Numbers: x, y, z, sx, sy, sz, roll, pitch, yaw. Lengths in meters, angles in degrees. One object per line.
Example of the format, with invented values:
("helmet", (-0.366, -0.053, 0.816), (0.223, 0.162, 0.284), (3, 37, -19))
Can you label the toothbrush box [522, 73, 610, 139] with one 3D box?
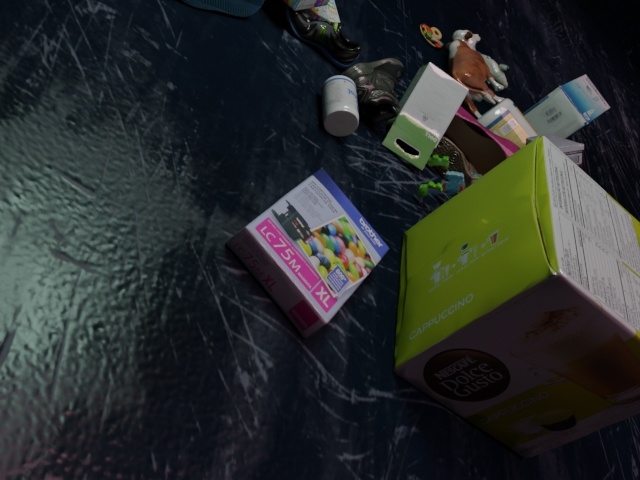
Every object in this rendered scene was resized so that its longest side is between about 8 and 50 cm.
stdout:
("toothbrush box", (0.641, -0.329, 2.092), (0.126, 0.216, 0.295), (56, 36, 5))

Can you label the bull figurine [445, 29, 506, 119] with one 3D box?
("bull figurine", (0.400, -0.438, 2.016), (0.188, 0.101, 0.310), (43, 36, -16))

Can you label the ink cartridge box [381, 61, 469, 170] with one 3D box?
("ink cartridge box", (0.216, -0.263, 1.639), (0.109, 0.062, 0.209), (32, 83, -13))

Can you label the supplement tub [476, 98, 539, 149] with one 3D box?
("supplement tub", (0.460, -0.228, 1.862), (0.200, 0.144, 0.144), (52, 35, -1))

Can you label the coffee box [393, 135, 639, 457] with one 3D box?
("coffee box", (0.359, 0.102, 1.294), (0.334, 0.337, 0.338), (35, 39, -21))

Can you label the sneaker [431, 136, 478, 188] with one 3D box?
("sneaker", (0.311, -0.156, 1.719), (0.188, 0.066, 0.071), (52, 18, -9))

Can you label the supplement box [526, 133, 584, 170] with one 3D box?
("supplement box", (0.531, -0.111, 1.747), (0.073, 0.240, 0.130), (-10, 21, -15))

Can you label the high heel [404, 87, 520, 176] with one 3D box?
("high heel", (0.332, -0.209, 1.737), (0.377, 0.127, 0.181), (49, 38, 11))

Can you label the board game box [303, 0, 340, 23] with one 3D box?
("board game box", (-0.012, -0.540, 1.707), (0.103, 0.026, 0.154), (17, 48, -40))

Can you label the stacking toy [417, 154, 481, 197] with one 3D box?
("stacking toy", (0.316, -0.114, 1.600), (0.221, 0.052, 0.167), (11, 29, 8))

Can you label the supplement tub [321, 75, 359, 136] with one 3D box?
("supplement tub", (0.038, -0.262, 1.483), (0.071, 0.071, 0.107), (27, 42, -31))

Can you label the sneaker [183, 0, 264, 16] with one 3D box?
("sneaker", (-0.205, -0.481, 1.401), (0.228, 0.087, 0.092), (4, 50, -55))

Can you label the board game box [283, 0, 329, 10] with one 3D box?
("board game box", (-0.084, -0.612, 1.546), (0.275, 0.142, 0.144), (43, 35, 9))

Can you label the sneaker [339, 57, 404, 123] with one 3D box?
("sneaker", (0.128, -0.315, 1.622), (0.130, 0.087, 0.227), (61, 32, -2))

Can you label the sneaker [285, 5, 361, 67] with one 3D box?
("sneaker", (0.008, -0.438, 1.596), (0.188, 0.078, 0.067), (31, 41, -23))

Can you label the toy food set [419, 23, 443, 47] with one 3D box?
("toy food set", (0.303, -0.557, 2.080), (0.083, 0.020, 0.083), (21, 46, -37))

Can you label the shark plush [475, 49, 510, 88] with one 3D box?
("shark plush", (0.483, -0.504, 2.236), (0.161, 0.073, 0.067), (39, 11, 17))

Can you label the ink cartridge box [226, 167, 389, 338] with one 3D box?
("ink cartridge box", (0.000, 0.000, 1.224), (0.186, 0.065, 0.311), (50, 33, -3))
